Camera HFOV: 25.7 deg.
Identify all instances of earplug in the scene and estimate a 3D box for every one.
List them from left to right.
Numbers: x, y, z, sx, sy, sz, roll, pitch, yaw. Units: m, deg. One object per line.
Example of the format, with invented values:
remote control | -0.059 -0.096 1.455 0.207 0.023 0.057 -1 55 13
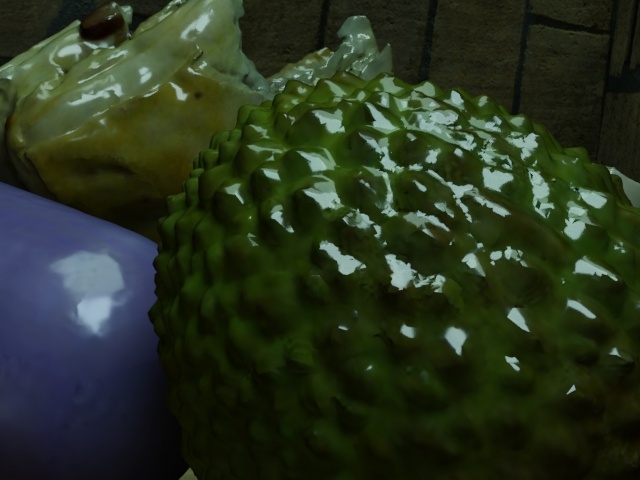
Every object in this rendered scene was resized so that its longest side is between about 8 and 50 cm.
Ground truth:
earplug | -0.255 0.043 0.877 0.456 0.215 0.215 15 11 32

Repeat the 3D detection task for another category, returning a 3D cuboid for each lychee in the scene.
lychee | 0.056 0.067 0.691 0.270 0.319 0.270 -14 10 3

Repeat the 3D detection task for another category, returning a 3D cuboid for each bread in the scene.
bread | -0.057 -0.038 1.059 0.314 0.370 0.191 -31 56 -13

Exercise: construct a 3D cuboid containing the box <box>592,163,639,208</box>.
box | 0.269 0.036 1.276 0.095 0.168 0.212 8 -9 45
